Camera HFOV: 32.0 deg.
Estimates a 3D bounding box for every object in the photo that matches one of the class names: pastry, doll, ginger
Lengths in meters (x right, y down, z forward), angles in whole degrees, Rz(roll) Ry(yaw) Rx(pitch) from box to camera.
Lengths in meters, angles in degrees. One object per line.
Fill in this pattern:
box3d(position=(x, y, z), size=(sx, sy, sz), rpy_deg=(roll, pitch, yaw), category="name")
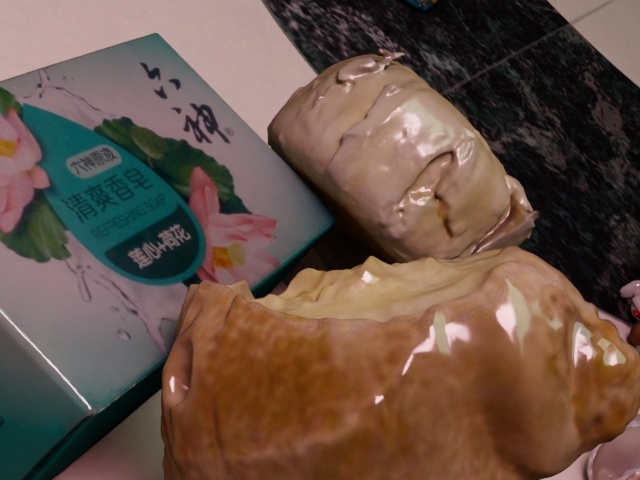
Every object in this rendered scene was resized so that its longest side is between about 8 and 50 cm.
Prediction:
box3d(position=(0.045, -0.038, 0.653), size=(0.166, 0.088, 0.166), rpy_deg=(44, -4, 3), category="pastry")
box3d(position=(0.282, 0.068, 0.958), size=(0.058, 0.040, 0.085), rpy_deg=(27, 37, -47), category="doll")
box3d(position=(0.044, 0.119, 0.450), size=(0.275, 0.221, 0.130), rpy_deg=(46, 6, -9), category="ginger")
box3d(position=(0.222, 0.161, 0.756), size=(0.127, 0.073, 0.084), rpy_deg=(-16, 95, -57), category="doll")

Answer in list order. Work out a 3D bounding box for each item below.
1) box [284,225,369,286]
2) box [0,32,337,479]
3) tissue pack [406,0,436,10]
box3d(position=(0.000, 0.000, 0.724), size=(0.083, 0.035, 0.079), rpy_deg=(-7, 57, -51), category="box")
box3d(position=(-0.113, 0.000, 0.542), size=(0.153, 0.092, 0.245), rpy_deg=(45, 32, 3), category="box")
box3d(position=(0.072, -0.390, 1.182), size=(0.192, 0.134, 0.271), rpy_deg=(28, 35, -24), category="tissue pack")
